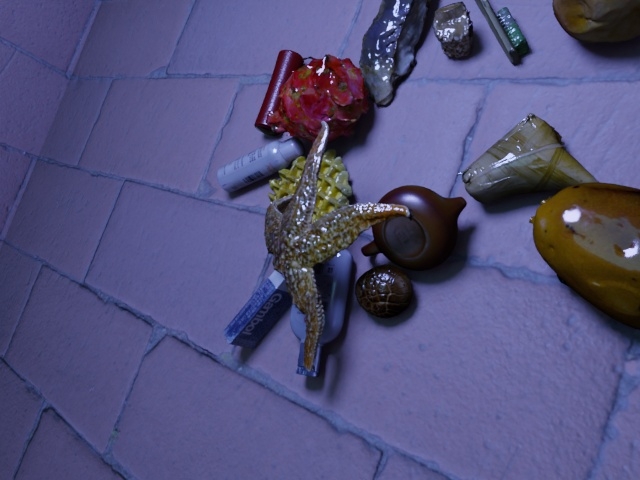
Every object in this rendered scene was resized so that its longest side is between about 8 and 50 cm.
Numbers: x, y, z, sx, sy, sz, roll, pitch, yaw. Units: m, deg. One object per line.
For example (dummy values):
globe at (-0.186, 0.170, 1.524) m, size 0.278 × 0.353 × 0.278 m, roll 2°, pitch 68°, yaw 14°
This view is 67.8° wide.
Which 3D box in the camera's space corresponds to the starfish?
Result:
starfish at (-0.010, -0.004, 0.998) m, size 0.383 × 0.132 × 0.398 m, roll -50°, pitch 45°, yaw 23°

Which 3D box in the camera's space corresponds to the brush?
brush at (0.382, -0.505, 1.049) m, size 0.048 × 0.054 × 0.282 m, roll -24°, pitch 62°, yaw 16°

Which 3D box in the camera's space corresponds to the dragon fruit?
dragon fruit at (-0.008, -0.333, 1.176) m, size 0.268 × 0.210 × 0.205 m, roll -21°, pitch 91°, yaw 24°

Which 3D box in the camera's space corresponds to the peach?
peach at (0.517, -0.466, 0.831) m, size 0.214 × 0.236 × 0.214 m, roll -4°, pitch 81°, yaw 29°

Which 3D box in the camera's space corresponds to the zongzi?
zongzi at (0.388, -0.111, 0.890) m, size 0.194 × 0.099 × 0.197 m, roll -39°, pitch 63°, yaw 18°

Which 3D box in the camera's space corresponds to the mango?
mango at (0.473, 0.012, 0.749) m, size 0.287 × 0.153 × 0.201 m, roll 34°, pitch 90°, yaw 36°

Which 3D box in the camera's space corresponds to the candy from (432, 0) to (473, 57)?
candy at (0.298, -0.465, 1.060) m, size 0.085 × 0.110 × 0.095 m, roll -7°, pitch 81°, yaw 23°

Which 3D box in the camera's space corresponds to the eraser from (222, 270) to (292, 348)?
eraser at (-0.138, 0.169, 1.161) m, size 0.212 × 0.092 × 0.046 m, roll -50°, pitch 52°, yaw 9°

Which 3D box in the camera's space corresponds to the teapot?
teapot at (0.187, -0.023, 0.989) m, size 0.252 × 0.135 × 0.178 m, roll -29°, pitch 88°, yaw 45°

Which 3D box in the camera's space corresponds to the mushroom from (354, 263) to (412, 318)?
mushroom at (0.130, 0.106, 0.996) m, size 0.126 × 0.085 × 0.109 m, roll -49°, pitch 51°, yaw 31°

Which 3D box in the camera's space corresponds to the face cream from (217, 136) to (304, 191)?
face cream at (-0.164, -0.212, 1.314) m, size 0.269 × 0.082 × 0.081 m, roll -18°, pitch 65°, yaw 30°

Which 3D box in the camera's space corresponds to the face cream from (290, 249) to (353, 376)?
face cream at (-0.005, 0.159, 1.082) m, size 0.144 × 0.071 × 0.290 m, roll -2°, pitch 72°, yaw 37°

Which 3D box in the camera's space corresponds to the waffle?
waffle at (-0.027, -0.100, 1.198) m, size 0.250 × 0.056 × 0.261 m, roll -18°, pitch 62°, yaw 28°

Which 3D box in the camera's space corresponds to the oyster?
oyster at (0.181, -0.510, 1.153) m, size 0.166 × 0.110 × 0.341 m, roll 48°, pitch 116°, yaw 42°

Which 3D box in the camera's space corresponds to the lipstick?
lipstick at (-0.116, -0.419, 1.352) m, size 0.080 × 0.080 × 0.241 m, roll 14°, pitch 83°, yaw 37°
